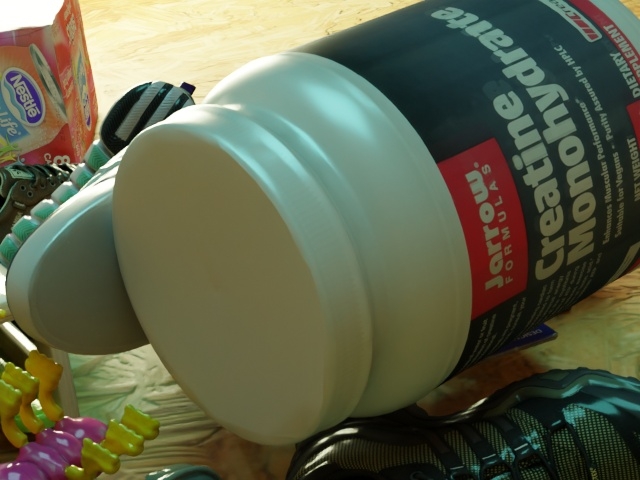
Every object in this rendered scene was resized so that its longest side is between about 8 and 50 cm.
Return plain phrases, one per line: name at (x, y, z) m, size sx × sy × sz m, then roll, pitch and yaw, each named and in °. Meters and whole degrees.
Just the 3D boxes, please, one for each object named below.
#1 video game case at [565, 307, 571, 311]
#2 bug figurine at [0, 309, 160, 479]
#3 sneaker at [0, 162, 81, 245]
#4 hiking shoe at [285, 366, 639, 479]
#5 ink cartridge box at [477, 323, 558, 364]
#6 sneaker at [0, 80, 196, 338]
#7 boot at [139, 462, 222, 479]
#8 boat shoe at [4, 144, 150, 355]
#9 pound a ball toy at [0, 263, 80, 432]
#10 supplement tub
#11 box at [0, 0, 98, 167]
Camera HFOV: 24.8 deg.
video game case at (0.037, 0.017, 1.084) m, size 0.274 × 0.026 × 0.196 m, roll -7°, pitch 22°, yaw 4°
bug figurine at (-0.215, 0.106, 0.723) m, size 0.279 × 0.072 × 0.216 m, roll 30°, pitch 35°, yaw 23°
sneaker at (-0.237, -0.034, 1.210) m, size 0.188 × 0.071 × 0.066 m, roll -32°, pitch 43°, yaw -31°
hiking shoe at (0.084, 0.132, 0.740) m, size 0.226 × 0.086 × 0.114 m, roll -8°, pitch 29°, yaw 23°
ink cartridge box at (0.000, 0.000, 1.030) m, size 0.175 × 0.069 × 0.371 m, roll -15°, pitch 26°, yaw -17°
sneaker at (-0.158, -0.022, 1.074) m, size 0.224 × 0.083 × 0.098 m, roll -49°, pitch 3°, yaw 12°
boot at (-0.026, 0.183, 0.641) m, size 0.208 × 0.076 × 0.190 m, roll 0°, pitch 37°, yaw 35°
boat shoe at (-0.090, -0.022, 0.842) m, size 0.088 × 0.096 × 0.267 m, roll 10°, pitch 35°, yaw 37°
pound a ball toy at (-0.297, 0.067, 0.932) m, size 0.208 × 0.136 × 0.319 m, roll -19°, pitch 24°, yaw -25°
supplement tub at (0.048, -0.024, 0.772) m, size 0.272 × 0.191 × 0.191 m, roll -26°, pitch 29°, yaw -36°
box at (-0.305, -0.154, 1.424) m, size 0.142 × 0.154 × 0.300 m, roll -9°, pitch 18°, yaw -3°
